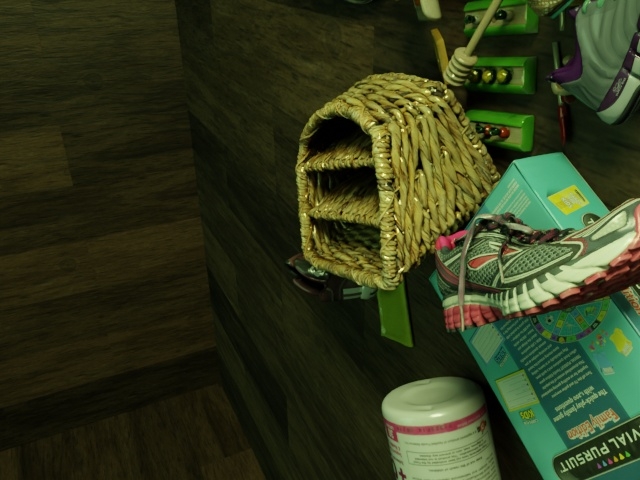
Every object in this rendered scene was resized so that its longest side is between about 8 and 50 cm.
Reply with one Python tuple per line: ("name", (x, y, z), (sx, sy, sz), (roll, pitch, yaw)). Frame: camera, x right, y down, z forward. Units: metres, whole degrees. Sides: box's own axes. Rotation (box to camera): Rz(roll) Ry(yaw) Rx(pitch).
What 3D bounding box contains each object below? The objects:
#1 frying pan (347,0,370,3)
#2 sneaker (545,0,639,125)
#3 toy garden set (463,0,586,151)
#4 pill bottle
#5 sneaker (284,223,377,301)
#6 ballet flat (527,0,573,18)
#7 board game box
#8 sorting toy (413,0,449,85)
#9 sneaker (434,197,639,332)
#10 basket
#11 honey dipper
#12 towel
("frying pan", (0.018, -0.489, 0.829), (0.197, 0.053, 0.326), (39, 166, 22))
("sneaker", (0.262, -0.206, 0.477), (0.098, 0.083, 0.223), (39, 144, 25))
("toy garden set", (0.224, -0.219, 0.644), (0.204, 0.049, 0.244), (-148, 49, -60))
("pill bottle", (0.199, 0.373, 0.886), (0.160, 0.161, 0.282), (175, 83, -68))
("sneaker", (0.000, 0.000, 1.114), (0.106, 0.163, 0.281), (91, 163, -52))
("ballet flat", (0.244, -0.278, 0.470), (0.067, 0.073, 0.206), (39, 134, -7))
("board game box", (0.279, 0.109, 0.656), (0.336, 0.079, 0.253), (64, 154, 27))
("sorting toy", (0.101, -0.357, 0.701), (0.196, 0.047, 0.347), (-73, -33, -67))
("sneaker", (0.194, 0.018, 0.551), (0.299, 0.121, 0.111), (143, 114, -66))
("basket", (0.054, -0.090, 0.802), (0.213, 0.223, 0.299), (54, 167, -19))
("honey dipper", (0.182, -0.242, 0.636), (0.030, 0.031, 0.160), (65, 155, 26))
("towel", (0.128, 0.079, 1.076), (0.102, 0.021, 0.237), (-166, 65, -66))
